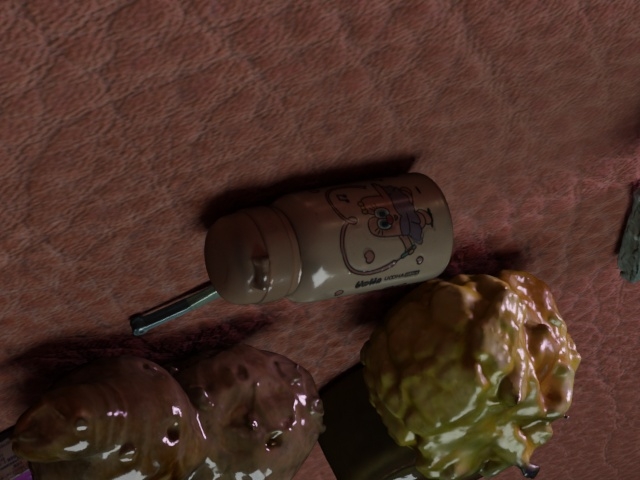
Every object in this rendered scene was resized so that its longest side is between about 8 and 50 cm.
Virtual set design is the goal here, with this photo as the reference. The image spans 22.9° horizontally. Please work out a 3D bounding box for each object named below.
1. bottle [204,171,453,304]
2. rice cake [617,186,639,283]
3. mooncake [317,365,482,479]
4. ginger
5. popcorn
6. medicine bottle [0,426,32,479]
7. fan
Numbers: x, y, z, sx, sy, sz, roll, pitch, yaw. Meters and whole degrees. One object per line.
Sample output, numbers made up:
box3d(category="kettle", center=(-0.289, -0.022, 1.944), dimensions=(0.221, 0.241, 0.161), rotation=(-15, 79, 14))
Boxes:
box3d(category="bottle", center=(0.000, 0.000, 1.351), dimensions=(0.209, 0.097, 0.110), rotation=(-9, -161, -29))
box3d(category="rice cake", center=(0.364, -0.009, 1.768), dimensions=(0.045, 0.042, 0.245), rotation=(-33, 160, -7))
box3d(category="mooncake", center=(0.137, 0.230, 1.981), dimensions=(0.284, 0.155, 0.284), rotation=(-18, 159, -7))
box3d(category="ginger", center=(-0.160, 0.200, 1.572), dimensions=(0.256, 0.176, 0.375), rotation=(-27, 159, 32))
box3d(category="popcorn", center=(0.166, 0.147, 1.703), dimensions=(0.249, 0.225, 0.249), rotation=(-17, 154, -8))
box3d(category="medicine bottle", center=(-0.314, 0.255, 1.721), dimensions=(0.171, 0.052, 0.201), rotation=(-29, 161, 16))
box3d(category="fan", center=(-0.090, 0.041, 1.467), dimensions=(0.193, 0.016, 0.038), rotation=(-25, 157, 3))
